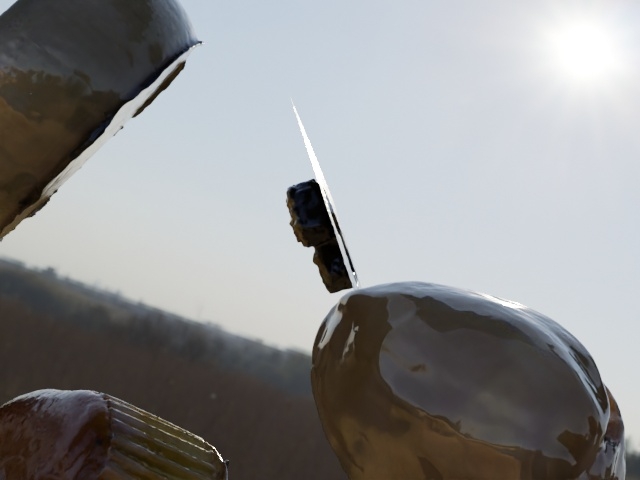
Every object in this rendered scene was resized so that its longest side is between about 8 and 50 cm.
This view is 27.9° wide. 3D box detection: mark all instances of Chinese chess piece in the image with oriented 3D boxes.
[{"bbox_3d":[-0.201,-0.101,0.955,0.103,0.250,0.250,45,-10,-6],"label":"Chinese chess piece"}]

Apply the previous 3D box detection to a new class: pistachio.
[{"bbox_3d":[0.084,0.107,0.765,0.157,0.157,0.229,24,6,-40],"label":"pistachio"}]

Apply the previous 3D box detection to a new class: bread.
[{"bbox_3d":[-0.217,0.230,1.065,0.156,0.204,0.288,29,-20,-30],"label":"bread"}]

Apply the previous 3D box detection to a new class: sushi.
[{"bbox_3d":[0.000,0.000,1.184,0.040,0.193,0.210,-19,-25,3],"label":"sushi"}]
